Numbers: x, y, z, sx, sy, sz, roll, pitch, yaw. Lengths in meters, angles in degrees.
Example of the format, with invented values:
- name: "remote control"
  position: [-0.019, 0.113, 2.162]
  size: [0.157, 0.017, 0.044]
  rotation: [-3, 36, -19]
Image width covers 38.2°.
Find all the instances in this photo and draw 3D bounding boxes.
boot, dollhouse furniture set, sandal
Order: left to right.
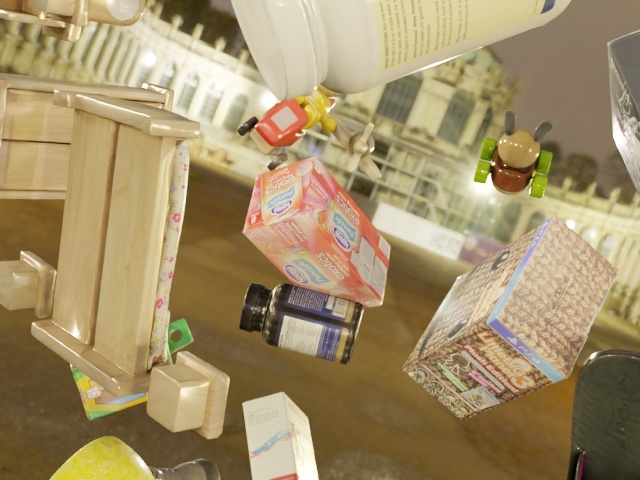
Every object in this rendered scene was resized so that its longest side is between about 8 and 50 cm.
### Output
- name: "boot"
  position: [-0.322, 0.640, 1.965]
  size: [0.118, 0.338, 0.222]
  rotation: [-8, -7, 32]
- name: "dollhouse furniture set"
  position: [-0.119, -0.064, 0.729]
  size: [0.173, 0.303, 0.355]
  rotation: [-2, 18, -43]
- name: "sandal"
  position: [0.415, 0.380, 1.316]
  size: [0.167, 0.446, 0.107]
  rotation: [-1, 10, 19]

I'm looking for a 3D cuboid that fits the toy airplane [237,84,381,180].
- name: "toy airplane"
  position: [-0.009, -0.354, 2.336]
  size: [0.386, 0.272, 0.384]
  rotation: [19, 47, -35]

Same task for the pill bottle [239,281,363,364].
- name: "pill bottle"
  position: [-0.037, 0.150, 1.746]
  size: [0.219, 0.123, 0.123]
  rotation: [15, 3, 3]

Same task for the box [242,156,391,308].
- name: "box"
  position: [0.000, 0.000, 1.799]
  size: [0.142, 0.154, 0.300]
  rotation: [-15, -44, 30]

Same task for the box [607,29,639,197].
- name: "box"
  position: [0.612, -0.139, 1.500]
  size: [0.179, 0.343, 0.312]
  rotation: [-19, -28, 10]

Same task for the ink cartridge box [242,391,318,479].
- name: "ink cartridge box"
  position: [-0.057, 0.339, 1.424]
  size: [0.072, 0.175, 0.127]
  rotation: [-18, -33, 10]

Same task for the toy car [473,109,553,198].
- name: "toy car"
  position: [0.428, -0.204, 1.987]
  size: [0.155, 0.149, 0.188]
  rotation: [14, -38, 9]

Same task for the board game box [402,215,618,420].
- name: "board game box"
  position: [0.304, 0.133, 1.505]
  size: [0.141, 0.232, 0.291]
  rotation: [40, -34, -5]

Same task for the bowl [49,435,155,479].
- name: "bowl"
  position: [-0.310, 0.447, 1.328]
  size: [0.156, 0.289, 0.289]
  rotation: [25, 4, 16]

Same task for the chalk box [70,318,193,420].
- name: "chalk box"
  position: [-0.333, 0.200, 1.639]
  size: [0.213, 0.132, 0.132]
  rotation: [-16, 38, -15]

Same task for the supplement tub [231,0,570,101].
- name: "supplement tub"
  position: [0.077, -0.292, 0.956]
  size: [0.324, 0.235, 0.235]
  rotation: [-22, 13, -9]
